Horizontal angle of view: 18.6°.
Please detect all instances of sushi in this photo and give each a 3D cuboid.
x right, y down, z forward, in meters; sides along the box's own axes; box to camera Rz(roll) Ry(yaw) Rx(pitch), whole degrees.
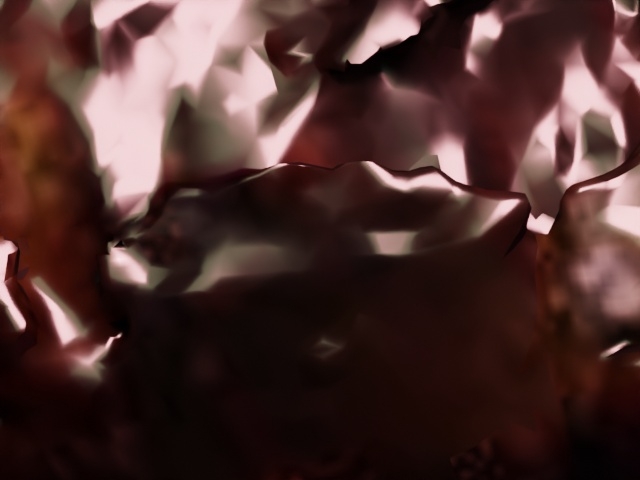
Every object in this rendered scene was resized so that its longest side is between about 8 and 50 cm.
[{"bbox_3d":[-0.002,0.001,0.546,0.294,0.281,0.299,-3,31,-4],"label":"sushi"}]
